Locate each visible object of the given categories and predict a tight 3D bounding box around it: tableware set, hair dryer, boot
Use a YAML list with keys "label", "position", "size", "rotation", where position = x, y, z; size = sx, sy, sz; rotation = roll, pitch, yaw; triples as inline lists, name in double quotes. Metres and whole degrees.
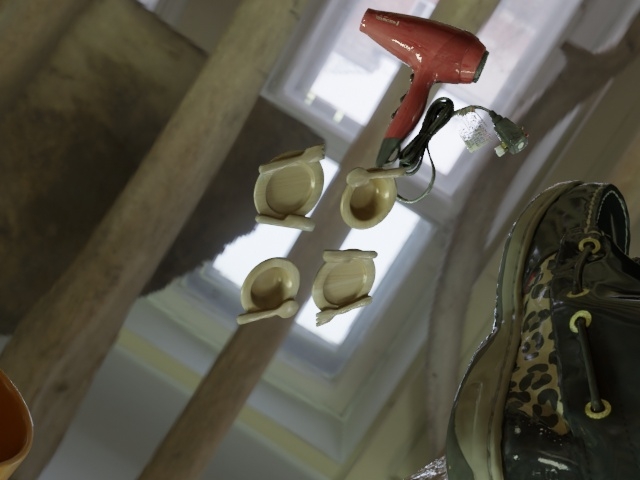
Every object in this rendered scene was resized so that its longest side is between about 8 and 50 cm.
- label: "tableware set"
  position: [0.000, 0.000, 0.831]
  size: [0.141, 0.169, 0.020]
  rotation: [-4, -152, -33]
- label: "hair dryer"
  position: [0.144, -0.217, 1.435]
  size: [0.080, 0.223, 0.294]
  rotation: [100, 145, -68]
- label: "boot"
  position: [0.166, 0.039, 0.437]
  size: [0.085, 0.178, 0.236]
  rotation: [65, -146, -23]

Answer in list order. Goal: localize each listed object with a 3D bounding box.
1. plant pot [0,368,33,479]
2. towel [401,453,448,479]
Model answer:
- label: "plant pot"
  position: [-0.374, 0.180, 0.826]
  size: [0.205, 0.188, 0.205]
  rotation: [38, -171, -7]
- label: "towel"
  position: [0.104, 0.166, 0.659]
  size: [0.049, 0.282, 0.187]
  rotation: [62, 163, 4]
